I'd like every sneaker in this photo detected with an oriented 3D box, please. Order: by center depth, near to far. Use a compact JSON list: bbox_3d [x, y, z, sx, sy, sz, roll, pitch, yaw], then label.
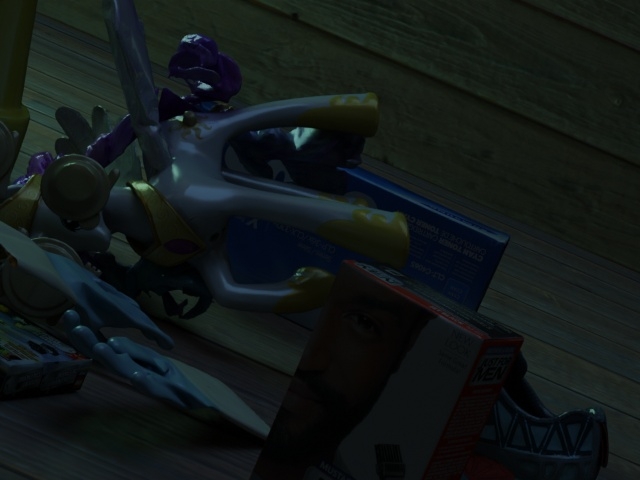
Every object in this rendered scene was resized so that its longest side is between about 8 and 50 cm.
[{"bbox_3d":[0.117,0.126,1.213,0.262,0.125,0.104,27,10,20],"label":"sneaker"}]

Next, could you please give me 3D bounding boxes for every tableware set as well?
[{"bbox_3d":[-0.244,-0.021,1.164,0.169,0.141,0.020,22,-18,-4],"label":"tableware set"}]

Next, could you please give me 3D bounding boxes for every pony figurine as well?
[{"bbox_3d":[-0.127,-0.075,1.327,0.364,0.302,0.351,5,40,-12],"label":"pony figurine"}]

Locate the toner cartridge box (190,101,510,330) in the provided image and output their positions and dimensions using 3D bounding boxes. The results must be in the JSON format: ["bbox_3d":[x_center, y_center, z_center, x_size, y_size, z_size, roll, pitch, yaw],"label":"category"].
[{"bbox_3d":[0.000,0.000,1.511,0.348,0.165,0.075,24,11,8],"label":"toner cartridge box"}]

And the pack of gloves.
[{"bbox_3d":[-0.150,0.075,1.048,0.195,0.046,0.232,42,2,31],"label":"pack of gloves"}]

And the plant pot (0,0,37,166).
[{"bbox_3d":[-0.394,-0.206,1.485,0.254,0.239,0.254,23,10,-4],"label":"plant pot"}]

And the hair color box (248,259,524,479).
[{"bbox_3d":[0.026,0.104,0.776,0.093,0.167,0.053,29,12,30],"label":"hair color box"}]

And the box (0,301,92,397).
[{"bbox_3d":[-0.236,0.063,1.016,0.137,0.027,0.094,28,11,24],"label":"box"}]
